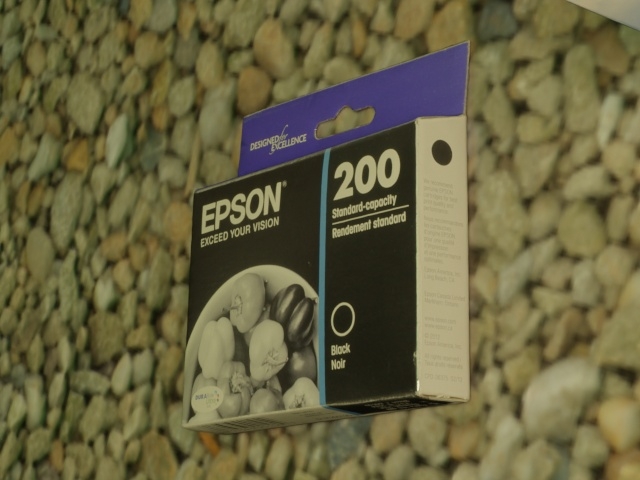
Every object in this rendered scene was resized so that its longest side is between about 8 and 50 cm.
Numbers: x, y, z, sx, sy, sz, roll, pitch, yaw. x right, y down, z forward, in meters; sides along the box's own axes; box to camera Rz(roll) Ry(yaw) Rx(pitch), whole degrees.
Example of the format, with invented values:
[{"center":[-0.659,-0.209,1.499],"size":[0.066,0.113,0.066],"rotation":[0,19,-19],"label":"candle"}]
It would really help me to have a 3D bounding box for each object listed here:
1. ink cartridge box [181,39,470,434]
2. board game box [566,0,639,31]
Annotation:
[{"center":[0.000,0.000,0.959],"size":[0.206,0.045,0.208],"rotation":[-15,67,47],"label":"ink cartridge box"},{"center":[0.195,-0.135,0.641],"size":[0.160,0.211,0.039],"rotation":[-46,49,31],"label":"board game box"}]
